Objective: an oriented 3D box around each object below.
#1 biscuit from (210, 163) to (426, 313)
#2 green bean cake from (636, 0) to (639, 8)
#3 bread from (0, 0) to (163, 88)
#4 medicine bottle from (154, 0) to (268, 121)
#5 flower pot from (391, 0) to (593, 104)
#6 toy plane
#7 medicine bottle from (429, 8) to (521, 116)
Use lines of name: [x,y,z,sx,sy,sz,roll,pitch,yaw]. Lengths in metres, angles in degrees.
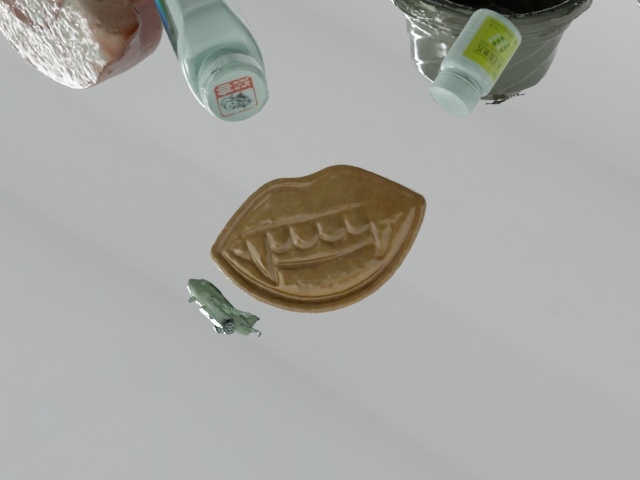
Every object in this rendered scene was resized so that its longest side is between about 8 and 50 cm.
biscuit: [0.000,0.000,1.982,0.220,0.142,0.029,-11,-177,4]
green bean cake: [0.305,-0.333,1.962,0.300,0.308,0.169,-23,-170,9]
bread: [-0.317,-0.339,2.336,0.114,0.328,0.295,-31,-164,-26]
medicine bottle: [-0.109,-0.203,2.033,0.083,0.121,0.229,-22,-142,-4]
flower pot: [0.175,-0.238,2.105,0.235,0.141,0.235,1,-145,-1]
toy plane: [-0.093,0.065,1.864,0.083,0.080,0.033,37,-102,-15]
medicine bottle: [0.128,-0.147,1.656,0.047,0.047,0.083,26,-109,21]
